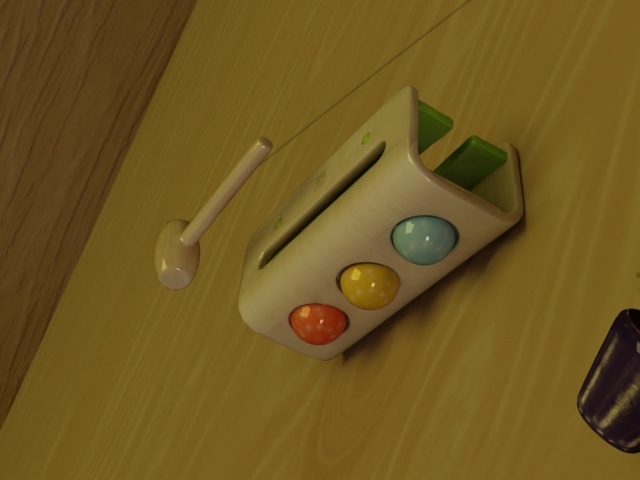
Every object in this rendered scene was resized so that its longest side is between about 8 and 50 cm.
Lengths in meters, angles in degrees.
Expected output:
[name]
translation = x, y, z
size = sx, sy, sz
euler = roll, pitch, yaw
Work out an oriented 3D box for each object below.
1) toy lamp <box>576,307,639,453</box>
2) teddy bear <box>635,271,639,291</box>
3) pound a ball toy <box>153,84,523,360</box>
[toy lamp]
translation = 0.249, 0.010, 0.571
size = 0.275, 0.080, 0.080
euler = -53, 26, 19
[teddy bear]
translation = 0.254, 0.085, 0.417
size = 0.245, 0.113, 0.338
euler = -41, 40, 11
[pound a ball toy]
translation = 0.000, 0.000, 0.924
size = 0.319, 0.208, 0.136
euler = -41, 33, 41
